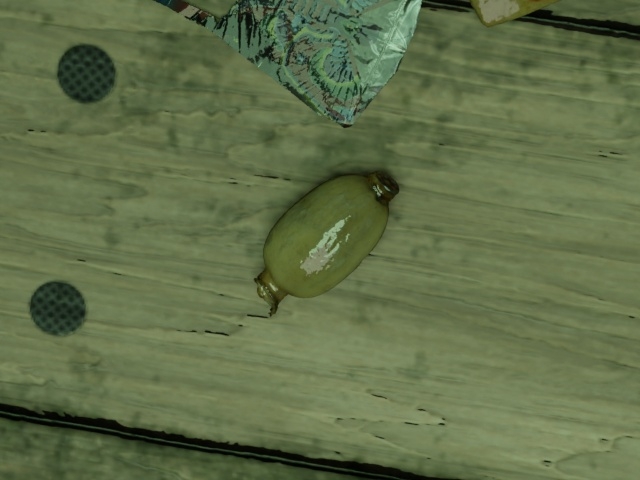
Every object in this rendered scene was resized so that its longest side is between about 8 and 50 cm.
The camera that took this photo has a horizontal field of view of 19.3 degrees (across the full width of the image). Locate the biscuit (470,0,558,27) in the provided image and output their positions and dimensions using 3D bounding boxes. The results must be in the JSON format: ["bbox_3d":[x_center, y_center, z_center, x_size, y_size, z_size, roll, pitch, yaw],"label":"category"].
[{"bbox_3d":[0.172,-0.274,1.436,0.212,0.041,0.238,21,104,-4],"label":"biscuit"}]

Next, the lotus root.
[{"bbox_3d":[0.000,0.000,1.504,0.150,0.062,0.073,-44,98,11],"label":"lotus root"}]

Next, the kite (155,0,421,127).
[{"bbox_3d":[-0.063,-0.206,1.479,0.285,0.015,0.152,24,104,-3],"label":"kite"}]
